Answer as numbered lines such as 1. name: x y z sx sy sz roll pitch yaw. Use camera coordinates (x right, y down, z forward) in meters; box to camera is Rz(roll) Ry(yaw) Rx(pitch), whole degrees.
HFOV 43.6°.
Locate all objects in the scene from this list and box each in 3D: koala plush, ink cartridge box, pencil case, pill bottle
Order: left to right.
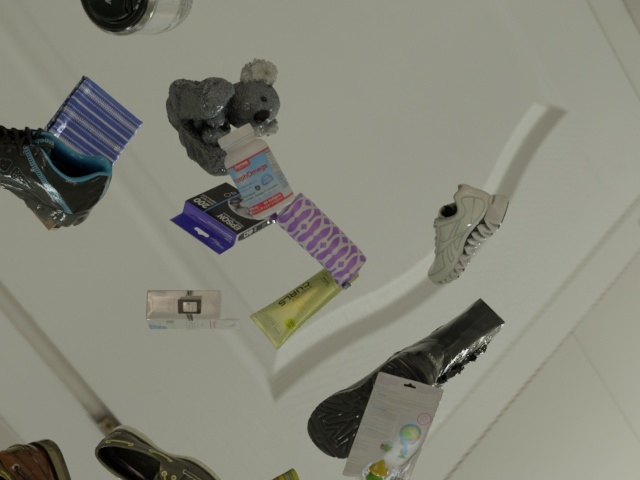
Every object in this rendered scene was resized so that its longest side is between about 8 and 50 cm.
1. ink cartridge box: -0.249 0.138 1.578 0.180 0.060 0.104 1 162 -7
2. ink cartridge box: -0.260 -0.065 2.136 0.206 0.045 0.208 31 -135 29
3. koala plush: -0.176 -0.266 1.610 0.221 0.196 0.203 -24 -143 -29
4. pill bottle: -0.118 -0.124 1.433 0.087 0.160 0.087 -28 -171 5
5. pencil case: 0.000 0.000 1.589 0.088 0.206 0.086 -37 -172 47

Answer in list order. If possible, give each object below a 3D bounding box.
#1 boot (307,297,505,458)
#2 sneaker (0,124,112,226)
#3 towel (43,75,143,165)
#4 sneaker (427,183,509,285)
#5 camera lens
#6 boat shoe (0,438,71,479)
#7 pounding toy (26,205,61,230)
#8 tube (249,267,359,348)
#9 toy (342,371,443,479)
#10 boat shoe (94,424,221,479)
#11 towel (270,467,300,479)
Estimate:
1. boot: 0.210 0.315 1.877 0.367 0.146 0.445 -38 173 33
2. sneaker: -0.492 -0.143 1.253 0.139 0.340 0.125 -37 -135 36
3. towel: -0.651 -0.248 2.174 0.040 0.243 0.336 26 -100 38
4. sneaker: 0.289 -0.015 1.713 0.292 0.118 0.110 117 -3 -47
5. camera lens: -0.482 -0.652 2.102 0.219 0.219 0.274 -29 -175 22
6. boat shoe: -0.393 0.439 1.143 0.110 0.307 0.104 -41 160 23
7. pounding toy: -0.652 -0.090 1.963 0.130 0.100 0.141 -40 -174 -7
8. tube: -0.026 0.123 1.677 0.240 0.062 0.070 -36 -149 -17
9. toy: 0.142 0.379 1.612 0.056 0.136 0.237 -105 -148 -76
10. boat shoe: -0.348 0.508 1.734 0.109 0.304 0.091 -68 168 15
11. towel: -0.133 0.514 1.462 0.237 0.102 0.021 -22 -176 -22
